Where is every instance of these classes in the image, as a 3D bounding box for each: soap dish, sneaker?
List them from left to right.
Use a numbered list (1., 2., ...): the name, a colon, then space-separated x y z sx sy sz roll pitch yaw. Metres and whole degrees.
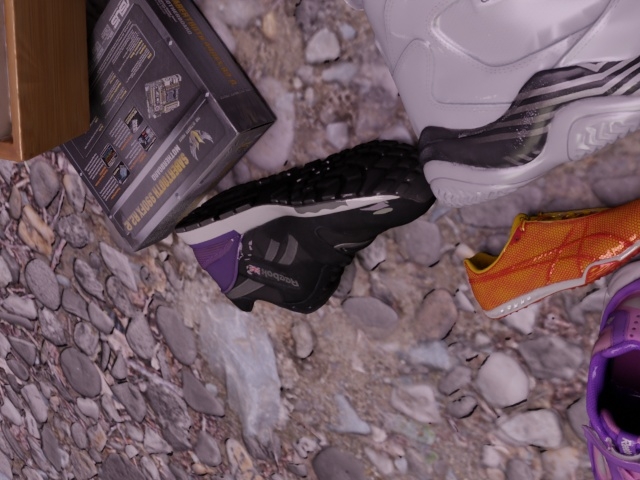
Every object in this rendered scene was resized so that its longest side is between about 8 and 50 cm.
1. soap dish: -0.321 -0.231 0.686 0.228 0.118 0.291 12 106 42
2. sneaker: 0.000 0.000 0.628 0.283 0.107 0.124 -10 115 45
3. sneaker: 0.175 0.002 0.511 0.175 0.064 0.068 -31 81 38
4. sneaker: 0.157 -0.175 0.388 0.365 0.137 0.210 -31 93 44
5. sneaker: 0.229 0.137 0.504 0.095 0.104 0.237 6 115 33

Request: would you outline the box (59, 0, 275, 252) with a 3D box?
1. box: -0.173 -0.121 0.713 0.183 0.056 0.231 54 131 4
